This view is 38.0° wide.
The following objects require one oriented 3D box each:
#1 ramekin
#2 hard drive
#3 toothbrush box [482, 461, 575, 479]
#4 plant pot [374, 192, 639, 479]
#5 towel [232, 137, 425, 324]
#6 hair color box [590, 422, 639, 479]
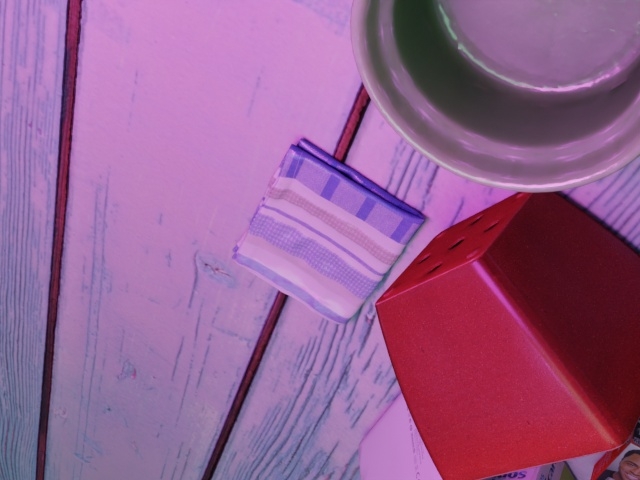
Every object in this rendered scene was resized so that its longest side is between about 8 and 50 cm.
[{"bbox_3d":[0.195,-0.209,0.881,0.303,0.148,0.303,17,137,17],"label":"ramekin"},{"bbox_3d":[0.137,0.345,1.434,0.040,0.210,0.319,7,143,-16],"label":"hard drive"},{"bbox_3d":[0.315,0.451,1.486,0.206,0.122,0.283,-12,124,41],"label":"toothbrush box"},{"bbox_3d":[0.228,0.093,1.100,0.267,0.267,0.236,-30,99,46],"label":"plant pot"},{"bbox_3d":[0.000,0.000,1.303,0.209,0.034,0.285,32,140,-1],"label":"towel"},{"bbox_3d":[0.449,0.323,1.334,0.072,0.043,0.141,26,139,8],"label":"hair color box"}]
